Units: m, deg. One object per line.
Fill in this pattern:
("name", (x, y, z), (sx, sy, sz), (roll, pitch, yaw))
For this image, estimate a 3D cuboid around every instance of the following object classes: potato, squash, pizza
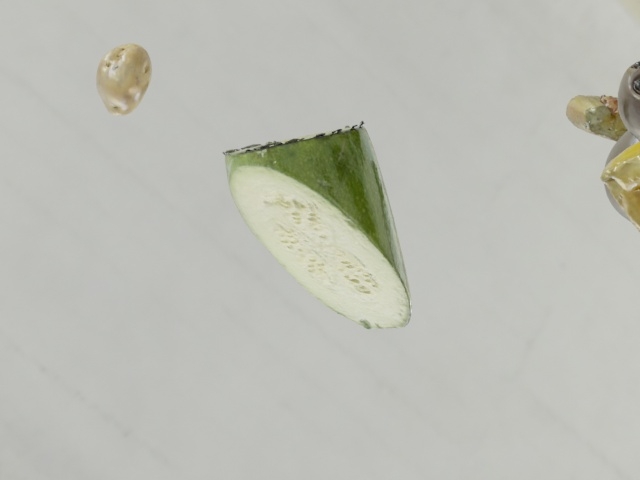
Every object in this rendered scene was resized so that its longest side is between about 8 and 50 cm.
("potato", (-0.213, -0.173, 1.815), (0.062, 0.083, 0.068), (10, -132, 3))
("squash", (0.000, 0.000, 1.982), (0.189, 0.189, 0.261), (-19, -80, -53))
("pizza", (0.437, -0.159, 2.306), (0.197, 0.058, 0.292), (24, -170, 26))

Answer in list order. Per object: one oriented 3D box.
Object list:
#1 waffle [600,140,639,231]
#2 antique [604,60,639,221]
("waffle", (0.376, -0.016, 1.307), (0.248, 0.221, 0.055), (47, -136, -20))
("antique", (0.370, -0.106, 1.754), (0.257, 0.143, 0.121), (78, -175, -59))
